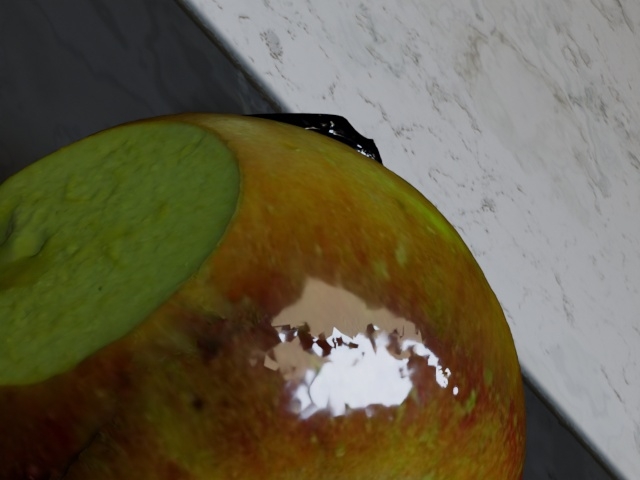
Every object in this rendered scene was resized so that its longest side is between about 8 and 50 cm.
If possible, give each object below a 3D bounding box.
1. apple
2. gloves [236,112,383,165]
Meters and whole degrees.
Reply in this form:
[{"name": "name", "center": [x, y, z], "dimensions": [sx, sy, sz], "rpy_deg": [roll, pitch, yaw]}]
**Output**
[{"name": "apple", "center": [-0.079, 0.095, 1.043], "dimensions": [0.384, 0.374, 0.374], "rpy_deg": [-6, 65, -20]}, {"name": "gloves", "center": [0.000, 0.000, 1.439], "dimensions": [0.164, 0.124, 0.203], "rpy_deg": [-2, 87, -35]}]
